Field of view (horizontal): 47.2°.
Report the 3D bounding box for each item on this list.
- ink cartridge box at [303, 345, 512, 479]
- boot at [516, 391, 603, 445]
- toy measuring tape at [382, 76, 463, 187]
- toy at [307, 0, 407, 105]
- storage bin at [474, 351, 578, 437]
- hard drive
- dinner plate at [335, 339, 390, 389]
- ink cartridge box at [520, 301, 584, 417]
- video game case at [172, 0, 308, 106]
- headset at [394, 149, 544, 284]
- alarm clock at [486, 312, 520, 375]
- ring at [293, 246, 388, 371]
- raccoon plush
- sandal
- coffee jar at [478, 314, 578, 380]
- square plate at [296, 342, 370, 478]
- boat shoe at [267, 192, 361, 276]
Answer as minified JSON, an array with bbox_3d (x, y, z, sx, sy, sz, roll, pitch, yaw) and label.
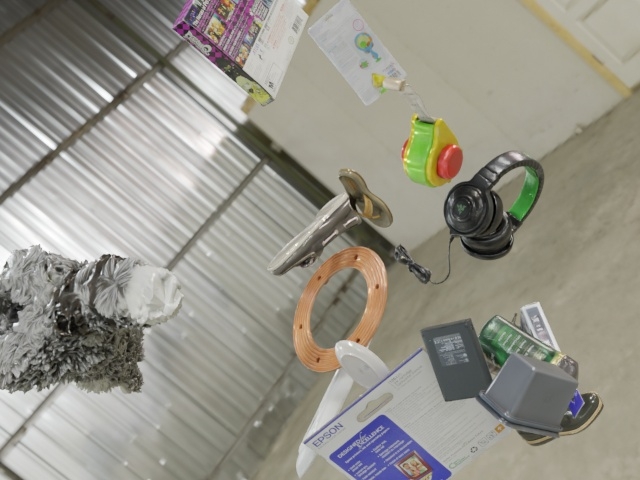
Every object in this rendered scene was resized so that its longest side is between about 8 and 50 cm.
[{"bbox_3d":[0.172,0.371,1.448,0.304,0.307,0.072,-41,24,11],"label":"ink cartridge box"},{"bbox_3d":[0.509,0.378,1.611,0.198,0.137,0.077,-38,38,18],"label":"boot"},{"bbox_3d":[0.188,-0.183,1.392,0.121,0.121,0.330,-49,-36,5],"label":"toy measuring tape"},{"bbox_3d":[0.095,-0.463,1.790,0.137,0.237,0.056,-33,9,36],"label":"toy"},{"bbox_3d":[0.310,0.222,1.087,0.091,0.135,0.098,-63,33,10],"label":"storage bin"},{"bbox_3d":[0.236,0.207,1.258,0.094,0.135,0.022,-17,4,33],"label":"hard drive"},{"bbox_3d":[0.081,0.250,1.417,0.017,0.141,0.141,-46,3,-32],"label":"dinner plate"},{"bbox_3d":[0.455,0.248,1.458,0.045,0.208,0.206,-21,-25,6],"label":"ink cartridge box"},{"bbox_3d":[-0.132,-0.387,1.295,0.042,0.210,0.232,-20,43,43],"label":"video game case"},{"bbox_3d":[0.360,-0.057,1.758,0.394,0.185,0.243,-47,-38,0],"label":"headset"},{"bbox_3d":[0.419,0.270,1.741,0.129,0.064,0.192,-88,20,-59],"label":"alarm clock"},{"bbox_3d":[0.051,0.173,1.848,0.337,0.032,0.336,-34,42,37],"label":"ring"},{"bbox_3d":[-0.294,0.154,1.098,0.446,0.299,0.216,5,75,39],"label":"raccoon plush"},{"bbox_3d":[0.092,-0.085,1.626,0.072,0.180,0.049,-4,47,45],"label":"sandal"},{"bbox_3d":[0.378,0.217,1.330,0.079,0.184,0.096,-49,-35,-15],"label":"coffee jar"},{"bbox_3d":[0.029,0.440,1.980,0.344,0.049,0.347,-61,-5,-35],"label":"square plate"},{"bbox_3d":[0.000,0.000,1.802,0.112,0.095,0.335,-29,14,47],"label":"boat shoe"}]
